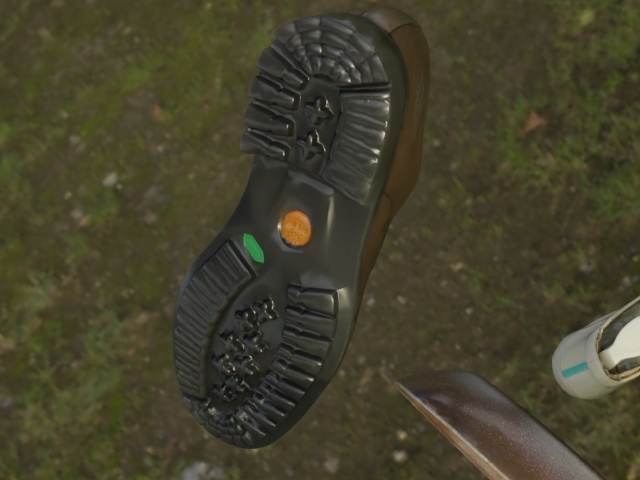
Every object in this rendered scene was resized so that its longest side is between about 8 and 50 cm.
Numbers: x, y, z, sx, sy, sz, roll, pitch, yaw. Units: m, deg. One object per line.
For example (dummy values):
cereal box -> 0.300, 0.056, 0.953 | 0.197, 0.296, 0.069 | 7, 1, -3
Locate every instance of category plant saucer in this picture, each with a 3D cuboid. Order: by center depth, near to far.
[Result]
plant saucer -> 0.181, 0.193, 0.963 | 0.050, 0.310, 0.310 | -47, 35, -3

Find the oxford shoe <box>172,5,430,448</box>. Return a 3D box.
oxford shoe -> 0.000, 0.000, 0.602 | 0.096, 0.083, 0.227 | -35, -27, -56

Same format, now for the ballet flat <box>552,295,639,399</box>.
ballet flat -> 0.328, 0.076, 1.253 | 0.248, 0.086, 0.086 | -27, 28, -26
